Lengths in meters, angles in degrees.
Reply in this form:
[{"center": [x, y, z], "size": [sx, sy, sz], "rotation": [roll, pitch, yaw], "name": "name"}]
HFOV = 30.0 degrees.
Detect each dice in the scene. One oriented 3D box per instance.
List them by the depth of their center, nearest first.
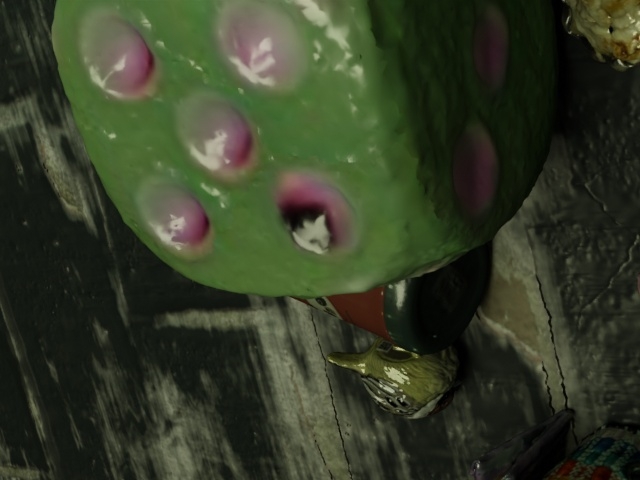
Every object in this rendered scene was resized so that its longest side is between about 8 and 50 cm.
[{"center": [-0.002, -0.160, 1.000], "size": [0.318, 0.322, 0.330], "rotation": [0, 118, 34], "name": "dice"}]

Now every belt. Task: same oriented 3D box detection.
[{"center": [0.272, 0.323, 1.118], "size": [0.206, 0.160, 0.295], "rotation": [-7, 104, 45], "name": "belt"}]

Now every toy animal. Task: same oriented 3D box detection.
[{"center": [0.080, 0.144, 1.254], "size": [0.137, 0.098, 0.098], "rotation": [-7, 107, 9], "name": "toy animal"}]

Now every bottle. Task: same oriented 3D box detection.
[{"center": [0.000, 0.000, 1.238], "size": [0.336, 0.144, 0.144], "rotation": [20, 121, 37], "name": "bottle"}]

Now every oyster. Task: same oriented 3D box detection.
[{"center": [0.223, -0.230, 0.974], "size": [0.191, 0.081, 0.163], "rotation": [53, 146, 31], "name": "oyster"}]

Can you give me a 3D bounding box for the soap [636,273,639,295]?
[{"center": [0.400, 0.051, 0.929], "size": [0.259, 0.081, 0.181], "rotation": [-33, 85, 46], "name": "soap"}]
